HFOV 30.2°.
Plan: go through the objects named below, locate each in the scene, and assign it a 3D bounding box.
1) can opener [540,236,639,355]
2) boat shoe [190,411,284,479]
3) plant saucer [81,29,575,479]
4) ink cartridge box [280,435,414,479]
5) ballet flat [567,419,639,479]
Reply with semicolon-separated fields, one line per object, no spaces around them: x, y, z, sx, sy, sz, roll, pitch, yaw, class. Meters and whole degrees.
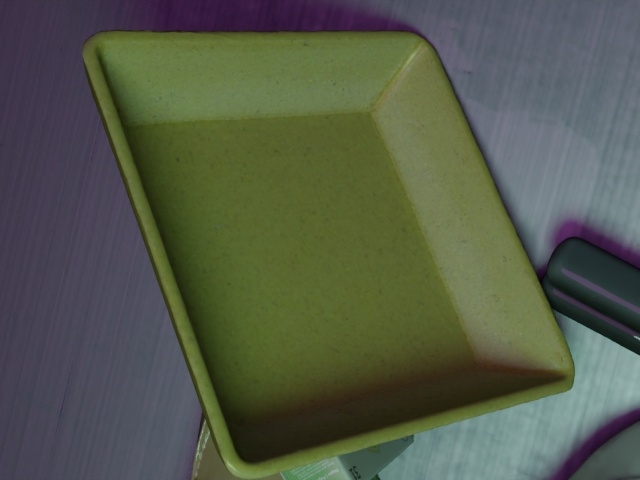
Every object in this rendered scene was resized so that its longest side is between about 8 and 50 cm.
0.318;0.067;0.937;0.283;0.076;0.095;29;66;14;can opener
-0.064;0.262;1.012;0.122;0.110;0.341;2;91;16;boat shoe
0.000;0.000;0.899;0.081;0.333;0.332;-40;65;48;plant saucer
0.032;0.189;0.952;0.056;0.171;0.235;-34;82;19;ink cartridge box
0.181;0.289;0.871;0.139;0.139;0.400;44;80;11;ballet flat
